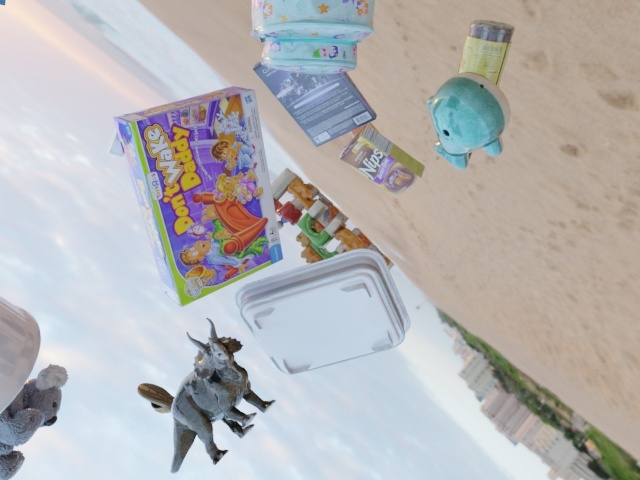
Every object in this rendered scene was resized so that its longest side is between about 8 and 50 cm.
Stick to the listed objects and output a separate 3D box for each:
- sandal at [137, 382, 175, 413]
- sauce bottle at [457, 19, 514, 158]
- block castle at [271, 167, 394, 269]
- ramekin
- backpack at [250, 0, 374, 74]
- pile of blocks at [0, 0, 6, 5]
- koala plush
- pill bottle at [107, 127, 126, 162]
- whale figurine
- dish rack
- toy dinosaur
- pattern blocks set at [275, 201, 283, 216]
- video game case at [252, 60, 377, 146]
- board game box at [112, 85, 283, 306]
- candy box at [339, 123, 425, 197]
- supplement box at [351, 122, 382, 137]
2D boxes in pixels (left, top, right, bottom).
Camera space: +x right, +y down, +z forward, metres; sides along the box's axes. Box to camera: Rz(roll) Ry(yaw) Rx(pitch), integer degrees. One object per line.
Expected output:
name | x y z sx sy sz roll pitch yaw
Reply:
sandal | -0.427 0.453 1.487 0.180 0.049 0.072 30 -172 -11
sauce bottle | 0.389 -0.372 1.367 0.112 0.344 0.111 7 -151 -4
block castle | 0.000 0.000 1.744 0.453 0.213 0.303 45 -171 17
ramekin | -0.632 0.190 0.893 0.277 0.277 0.135 39 160 42
backpack | -0.014 -0.401 0.978 0.225 0.190 0.253 -1 -171 -11
pile of blocks | -0.616 -0.527 0.980 0.113 0.362 0.148 -15 -97 -52
koala plush | -0.702 0.393 1.268 0.203 0.196 0.221 36 -157 8
pill bottle | -0.316 -0.167 1.001 0.137 0.078 0.078 19 -170 -27
whale figurine | 0.321 -0.256 1.255 0.216 0.141 0.272 43 157 14
dish rack | 0.009 0.175 1.146 0.072 0.333 0.285 -91 -20 -51
toy dinosaur | -0.186 0.275 0.925 0.160 0.313 0.121 43 -149 14
pattern blocks set | -0.261 -0.081 1.886 0.026 0.286 0.324 41 156 55
video game case | -0.012 -0.374 1.363 0.274 0.196 0.026 48 -140 -30
board game box | -0.208 -0.081 0.990 0.078 0.233 0.346 25 132 46
candy box | 0.154 -0.197 1.359 0.187 0.053 0.109 33 144 -13
supplement box | 0.209 -0.308 1.858 0.233 0.078 0.080 45 -166 -20
